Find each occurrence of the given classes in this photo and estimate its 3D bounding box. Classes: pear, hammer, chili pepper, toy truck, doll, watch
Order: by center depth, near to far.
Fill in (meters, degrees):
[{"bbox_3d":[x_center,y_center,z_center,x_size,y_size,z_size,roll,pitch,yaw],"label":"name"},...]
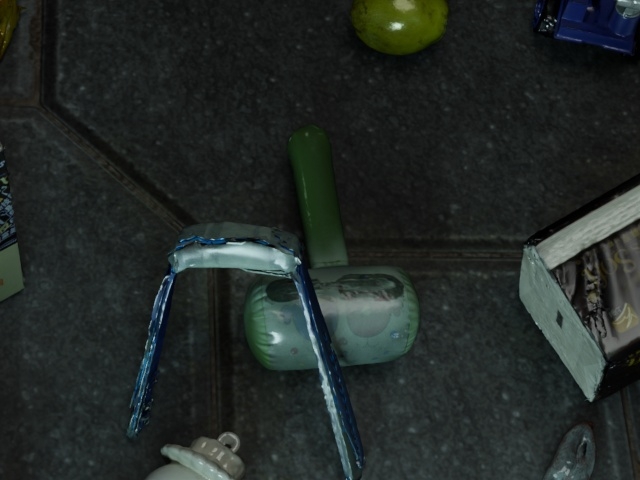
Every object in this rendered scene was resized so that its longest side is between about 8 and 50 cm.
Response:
[{"bbox_3d":[-0.174,0.326,1.693,0.138,0.119,0.293,25,65,21],"label":"doll"},{"bbox_3d":[-0.059,0.122,1.745,0.276,0.274,0.068,11,18,-3],"label":"watch"},{"bbox_3d":[0.289,0.266,1.828,0.050,0.041,0.153,51,57,-29],"label":"chili pepper"},{"bbox_3d":[0.000,0.000,1.901,0.206,0.119,0.335,-2,55,-10],"label":"hammer"},{"bbox_3d":[0.104,-0.296,2.073,0.131,0.107,0.107,8,60,10],"label":"pear"},{"bbox_3d":[0.381,-0.355,2.104,0.161,0.177,0.213,12,61,0],"label":"toy truck"}]

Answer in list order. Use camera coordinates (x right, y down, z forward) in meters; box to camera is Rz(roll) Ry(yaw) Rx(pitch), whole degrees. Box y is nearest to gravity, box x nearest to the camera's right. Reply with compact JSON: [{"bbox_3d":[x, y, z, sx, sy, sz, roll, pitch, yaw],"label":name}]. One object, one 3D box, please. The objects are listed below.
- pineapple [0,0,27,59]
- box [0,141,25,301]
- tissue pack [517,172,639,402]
[{"bbox_3d":[-0.482,-0.255,1.939,0.140,0.164,0.249,18,64,11],"label":"pineapple"},{"bbox_3d":[-0.434,0.000,1.715,0.198,0.310,0.084,-31,67,-22],"label":"box"},{"bbox_3d":[0.423,0.015,1.853,0.370,0.210,0.198,-28,72,-6],"label":"tissue pack"}]
